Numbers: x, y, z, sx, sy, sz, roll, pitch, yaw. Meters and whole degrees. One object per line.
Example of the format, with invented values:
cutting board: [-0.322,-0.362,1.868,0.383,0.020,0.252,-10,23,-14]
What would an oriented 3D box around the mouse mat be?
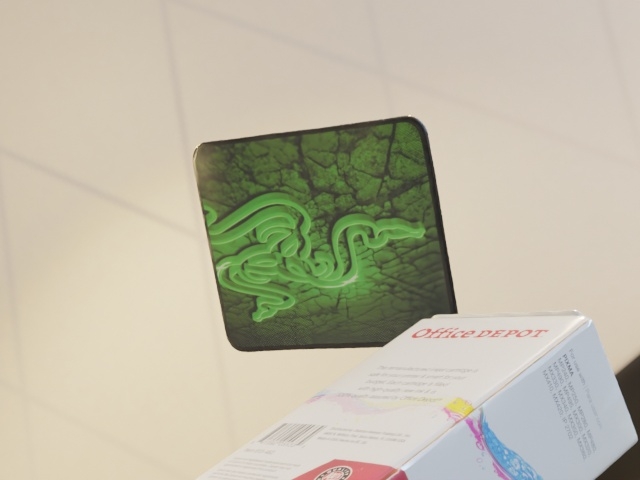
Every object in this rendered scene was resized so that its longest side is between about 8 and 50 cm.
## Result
mouse mat: [0.000,0.000,0.990,0.190,0.152,0.007,-5,10,34]

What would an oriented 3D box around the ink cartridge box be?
ink cartridge box: [0.044,0.106,0.696,0.175,0.072,0.127,-32,15,-33]
